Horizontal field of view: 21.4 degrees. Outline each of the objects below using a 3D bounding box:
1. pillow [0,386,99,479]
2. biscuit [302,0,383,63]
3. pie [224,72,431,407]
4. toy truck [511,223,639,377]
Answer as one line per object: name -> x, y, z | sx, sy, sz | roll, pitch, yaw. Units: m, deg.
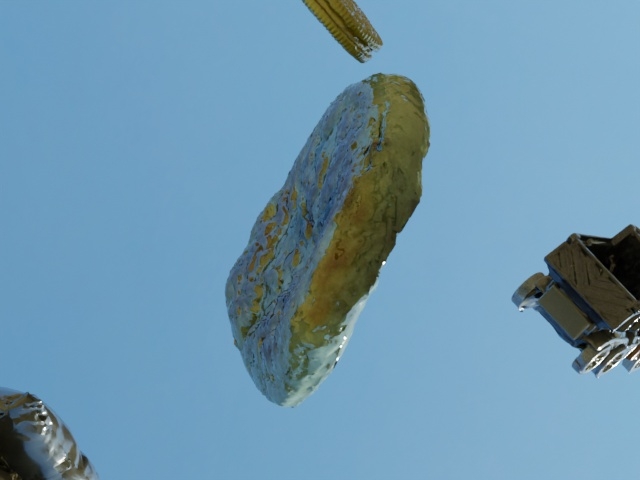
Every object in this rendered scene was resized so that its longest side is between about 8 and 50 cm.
pillow -> -0.211, 0.185, 0.999 | 0.228, 0.326, 0.101 | 9, -126, 27
biscuit -> 0.009, -0.154, 1.118 | 0.084, 0.023, 0.084 | 47, -170, -11
pie -> 0.000, 0.000, 1.086 | 0.054, 0.240, 0.240 | 23, -129, -15
toy truck -> 0.222, 0.045, 1.287 | 0.083, 0.092, 0.192 | 48, -162, 21
